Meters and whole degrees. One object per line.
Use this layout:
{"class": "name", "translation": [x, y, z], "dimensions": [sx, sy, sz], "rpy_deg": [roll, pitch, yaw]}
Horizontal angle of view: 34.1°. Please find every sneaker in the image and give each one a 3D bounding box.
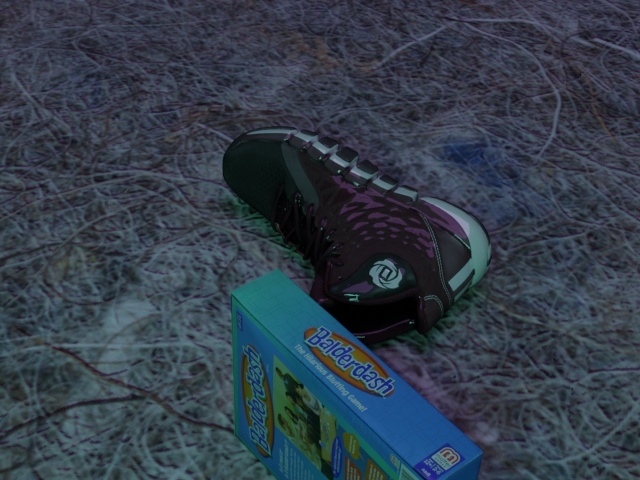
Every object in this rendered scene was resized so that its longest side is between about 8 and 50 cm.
{"class": "sneaker", "translation": [0.000, 0.000, 0.940], "dimensions": [0.281, 0.106, 0.162], "rpy_deg": [23, 48, 21]}

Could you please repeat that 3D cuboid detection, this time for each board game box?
{"class": "board game box", "translation": [0.015, 0.141, 0.733], "dimensions": [0.047, 0.160, 0.210], "rpy_deg": [-27, 49, -30]}
